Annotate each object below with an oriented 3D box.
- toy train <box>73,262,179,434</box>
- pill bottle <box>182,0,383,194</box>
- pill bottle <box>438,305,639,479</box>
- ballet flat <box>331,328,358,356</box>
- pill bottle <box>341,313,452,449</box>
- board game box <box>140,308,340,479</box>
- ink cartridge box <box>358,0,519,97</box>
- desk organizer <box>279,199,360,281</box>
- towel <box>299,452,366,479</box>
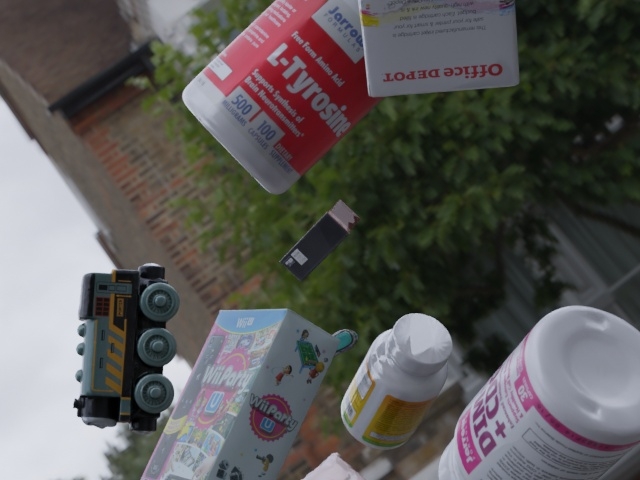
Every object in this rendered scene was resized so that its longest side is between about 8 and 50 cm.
[{"bbox_3d":[-0.378,0.206,2.418,0.190,0.333,0.142,4,-8,-12],"label":"toy train"},{"bbox_3d":[0.000,-0.285,1.957,0.408,0.229,0.229,-44,-15,1],"label":"pill bottle"},{"bbox_3d":[0.245,0.210,1.379,0.160,0.160,0.283,-26,-23,-35],"label":"pill bottle"},{"bbox_3d":[0.015,0.176,2.032,0.114,0.041,0.041,-27,-9,28],"label":"ballet flat"},{"bbox_3d":[0.131,0.231,2.077,0.136,0.136,0.245,-26,-26,-35],"label":"pill bottle"},{"bbox_3d":[-0.119,0.245,1.655,0.224,0.097,0.303,-8,53,62],"label":"board game box"},{"bbox_3d":[0.152,-0.349,1.628,0.198,0.270,0.197,-4,27,8],"label":"ink cartridge box"},{"bbox_3d":[0.000,0.000,1.872,0.130,0.047,0.050,-46,2,38],"label":"desk organizer"},{"bbox_3d":[-0.003,0.514,1.863,0.332,0.317,0.053,-38,-42,-17],"label":"towel"}]
